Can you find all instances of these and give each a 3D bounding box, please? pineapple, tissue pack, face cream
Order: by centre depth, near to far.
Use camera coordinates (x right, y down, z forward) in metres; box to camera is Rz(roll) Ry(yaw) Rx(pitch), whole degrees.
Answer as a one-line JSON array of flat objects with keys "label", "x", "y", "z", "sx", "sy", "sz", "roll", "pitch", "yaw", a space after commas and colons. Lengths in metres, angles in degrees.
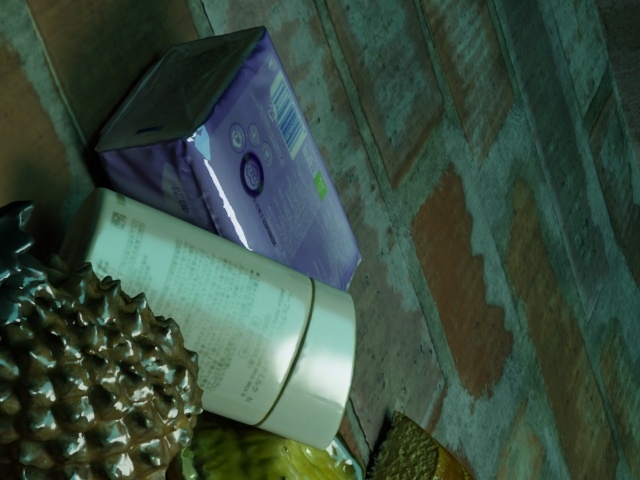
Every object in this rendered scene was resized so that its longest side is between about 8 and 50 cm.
[{"label": "pineapple", "x": -0.267, "y": 0.076, "z": 1.283, "sx": 0.357, "sy": 0.223, "sz": 0.223, "roll": 53, "pitch": 39, "yaw": -36}, {"label": "face cream", "x": -0.110, "y": 0.086, "z": 1.535, "sx": 0.348, "sy": 0.081, "sz": 0.173, "roll": 23, "pitch": 83, "yaw": -27}, {"label": "tissue pack", "x": -0.096, "y": -0.034, "z": 1.694, "sx": 0.338, "sy": 0.160, "sz": 0.242, "roll": 67, "pitch": 32, "yaw": -28}]

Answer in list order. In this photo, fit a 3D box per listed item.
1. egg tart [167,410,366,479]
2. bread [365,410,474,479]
[{"label": "egg tart", "x": -0.036, "y": 0.299, "z": 1.648, "sx": 0.345, "sy": 0.132, "sz": 0.345, "roll": 49, "pitch": 22, "yaw": -27}, {"label": "bread", "x": 0.140, "y": 0.355, "z": 2.080, "sx": 0.129, "sy": 0.134, "sz": 0.260, "roll": 63, "pitch": 33, "yaw": -32}]
